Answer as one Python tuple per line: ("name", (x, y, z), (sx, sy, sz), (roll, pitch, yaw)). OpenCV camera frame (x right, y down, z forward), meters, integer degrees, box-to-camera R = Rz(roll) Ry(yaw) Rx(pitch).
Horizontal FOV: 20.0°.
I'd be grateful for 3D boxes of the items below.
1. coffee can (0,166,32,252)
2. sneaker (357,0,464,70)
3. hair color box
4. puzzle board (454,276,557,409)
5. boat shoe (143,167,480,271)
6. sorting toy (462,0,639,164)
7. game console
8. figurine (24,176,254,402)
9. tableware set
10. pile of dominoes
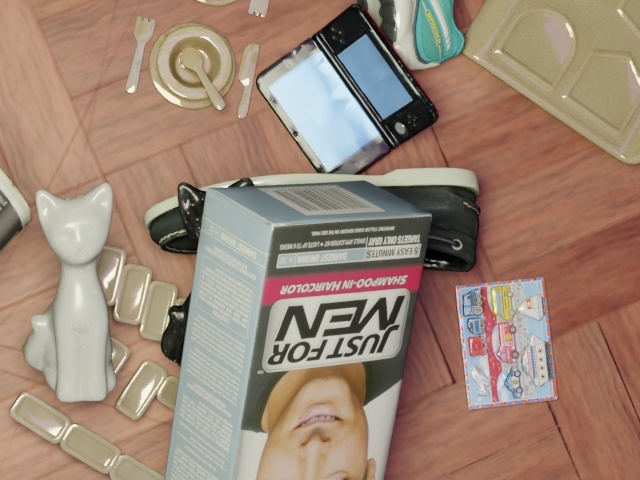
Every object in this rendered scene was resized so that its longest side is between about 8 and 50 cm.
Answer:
("coffee can", (-0.421, 0.017, 1.606), (0.201, 0.201, 0.275), (41, 72, -5))
("sneaker", (0.093, -0.311, 1.849), (0.110, 0.107, 0.275), (-5, 94, -26))
("hair color box", (-0.029, 0.140, 1.680), (0.185, 0.113, 0.374), (-4, 112, -37))
("puzzle board", (0.192, 0.105, 1.871), (0.096, 0.011, 0.128), (-6, 88, -10))
("boat shoe", (-0.001, 0.001, 1.786), (0.340, 0.127, 0.113), (-3, 75, -19))
("sorting toy", (0.314, -0.261, 1.905), (0.229, 0.041, 0.307), (33, 81, -2))
("game console", (0.026, -0.143, 1.818), (0.085, 0.124, 0.144), (-38, 94, -31))
("figurine", (-0.166, 0.038, 1.692), (0.214, 0.092, 0.209), (-2, 119, -13))
("tableware set", (-0.117, -0.229, 1.823), (0.128, 0.039, 0.194), (12, 85, -9))
("pile of dominoes", (-0.170, 0.144, 1.804), (0.251, 0.040, 0.196), (34, 81, -14))
